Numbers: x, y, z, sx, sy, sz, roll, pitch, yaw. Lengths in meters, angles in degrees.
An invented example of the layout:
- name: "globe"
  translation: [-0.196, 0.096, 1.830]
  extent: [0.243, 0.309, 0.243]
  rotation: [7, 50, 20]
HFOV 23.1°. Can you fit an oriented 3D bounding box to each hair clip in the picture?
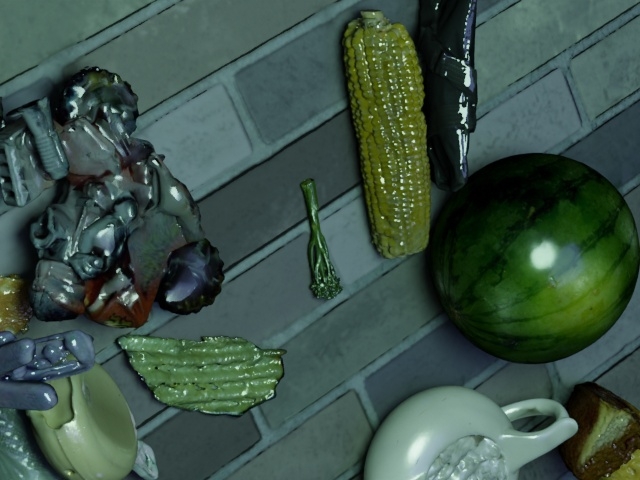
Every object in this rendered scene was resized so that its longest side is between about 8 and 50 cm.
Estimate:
- name: "hair clip"
  translation: [-0.354, 0.126, 1.453]
  extent: [0.278, 0.090, 0.137]
  rotation: [-12, 102, 8]

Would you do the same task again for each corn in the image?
- name: "corn"
  translation: [0.080, -0.118, 1.760]
  extent: [0.086, 0.086, 0.288]
  rotation: [-18, 110, -28]

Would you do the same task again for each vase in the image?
- name: "vase"
  translation: [-0.331, 0.157, 1.554]
  extent: [0.096, 0.096, 0.219]
  rotation: [-30, 110, -24]

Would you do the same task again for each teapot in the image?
- name: "teapot"
  translation: [0.159, 0.268, 1.844]
  extent: [0.298, 0.139, 0.204]
  rotation: [-37, 113, -20]

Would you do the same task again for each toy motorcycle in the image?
- name: "toy motorcycle"
  translation: [-0.248, -0.063, 1.542]
  extent: [0.207, 0.134, 0.401]
  rotation: [-38, 117, -27]

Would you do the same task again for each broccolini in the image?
- name: "broccolini"
  translation: [0.000, 0.000, 1.759]
  extent: [0.030, 0.035, 0.140]
  rotation: [-17, 106, -32]

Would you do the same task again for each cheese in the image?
- name: "cheese"
  translation: [-0.222, 0.198, 1.601]
  extent: [0.064, 0.137, 0.227]
  rotation: [-20, 150, 12]

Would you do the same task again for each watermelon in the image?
- name: "watermelon"
  translation: [0.245, 0.019, 1.795]
  extent: [0.242, 0.242, 0.242]
  rotation: [-6, 102, -31]

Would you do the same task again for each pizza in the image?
- name: "pizza"
  translation: [-0.309, 0.063, 1.586]
  extent: [0.078, 0.025, 0.083]
  rotation: [-17, 114, -23]

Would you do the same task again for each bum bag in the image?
- name: "bum bag"
  translation: [0.142, -0.180, 1.765]
  extent: [0.060, 0.123, 0.248]
  rotation: [-8, 100, -13]

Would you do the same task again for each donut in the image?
- name: "donut"
  translation: [0.361, 0.252, 1.961]
  extent: [0.112, 0.151, 0.295]
  rotation: [-55, 137, 1]

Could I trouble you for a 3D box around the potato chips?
- name: "potato chips"
  translation: [-0.130, 0.148, 1.709]
  extent: [0.208, 0.028, 0.091]
  rotation: [6, 94, -34]
